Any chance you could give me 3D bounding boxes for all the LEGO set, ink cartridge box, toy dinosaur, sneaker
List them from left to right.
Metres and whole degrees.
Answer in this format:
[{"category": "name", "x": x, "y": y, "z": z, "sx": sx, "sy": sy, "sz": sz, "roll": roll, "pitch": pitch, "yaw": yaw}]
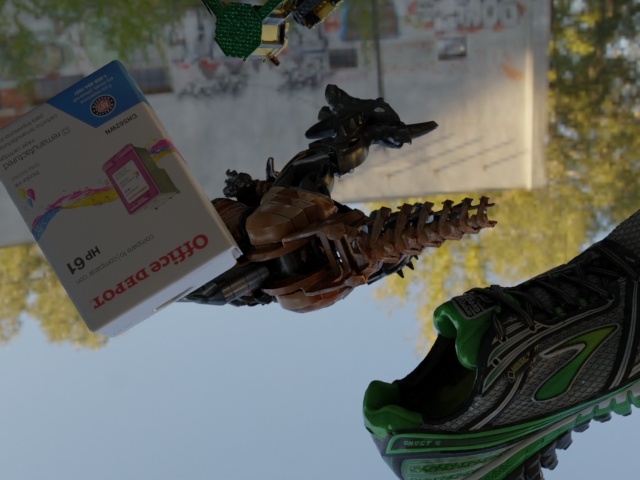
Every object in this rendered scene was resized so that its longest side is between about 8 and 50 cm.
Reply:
[{"category": "ink cartridge box", "x": -0.111, "y": -0.021, "z": 0.566, "sx": 0.088, "sy": 0.122, "sz": 0.052, "roll": -32, "pitch": 175, "yaw": -4}, {"category": "LEGO set", "x": -0.060, "y": -0.367, "z": 1.193, "sx": 0.331, "sy": 0.255, "sz": 0.192, "roll": 47, "pitch": -156, "yaw": 12}, {"category": "toy dinosaur", "x": 0.000, "y": 0.000, "z": 0.822, "sx": 0.321, "sy": 0.164, "sz": 0.218, "roll": 19, "pitch": -141, "yaw": 35}, {"category": "sneaker", "x": 0.182, "y": 0.079, "z": 0.821, "sx": 0.343, "sy": 0.146, "sz": 0.134, "roll": -43, "pitch": -154, "yaw": 5}]
